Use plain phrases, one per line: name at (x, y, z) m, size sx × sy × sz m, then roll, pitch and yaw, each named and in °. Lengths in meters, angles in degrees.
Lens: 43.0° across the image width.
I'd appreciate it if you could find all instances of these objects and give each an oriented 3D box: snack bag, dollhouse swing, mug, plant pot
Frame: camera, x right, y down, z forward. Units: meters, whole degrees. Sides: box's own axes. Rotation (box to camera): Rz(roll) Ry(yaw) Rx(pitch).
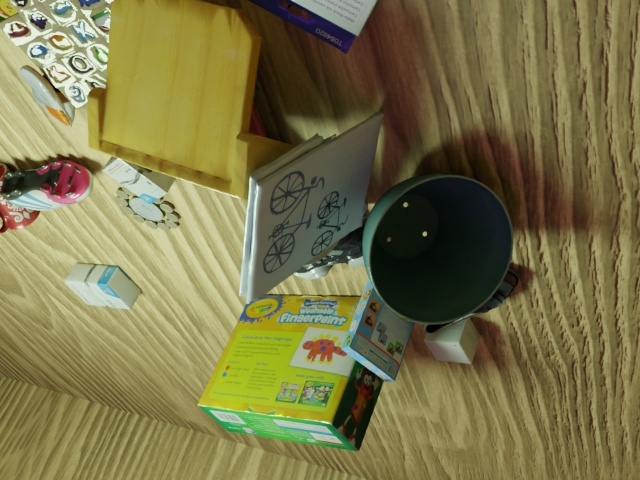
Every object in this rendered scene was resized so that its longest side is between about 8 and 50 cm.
snack bag at (-0.015, -0.071, 1.523) m, size 0.037 × 0.342 × 0.323 m, roll 37°, pitch 142°, yaw 25°
dollhouse swing at (-0.204, -0.260, 1.486) m, size 0.347 × 0.304 × 0.315 m, roll 18°, pitch -173°, yaw 23°
mug at (-0.873, -0.114, 2.259) m, size 0.113 × 0.150 × 0.169 m, roll -15°, pitch 136°, yaw 5°
plant pot at (0.203, -0.004, 1.600) m, size 0.290 × 0.290 × 0.195 m, roll 37°, pitch -177°, yaw -21°

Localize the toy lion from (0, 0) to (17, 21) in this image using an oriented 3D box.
toy lion at (-0.634, -0.469, 1.642) m, size 0.096 × 0.034 × 0.100 m, roll 19°, pitch 151°, yaw -8°

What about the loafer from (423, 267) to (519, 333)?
loafer at (0.341, 0.145, 1.869) m, size 0.109 × 0.095 × 0.302 m, roll 32°, pitch 149°, yaw -15°

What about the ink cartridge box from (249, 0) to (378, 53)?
ink cartridge box at (-0.014, -0.410, 1.242) m, size 0.223 × 0.045 × 0.224 m, roll 26°, pitch 136°, yaw -5°

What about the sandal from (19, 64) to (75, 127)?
sandal at (-0.570, -0.325, 1.758) m, size 0.102 × 0.076 × 0.265 m, roll 39°, pitch 167°, yaw 2°

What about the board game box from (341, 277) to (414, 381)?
board game box at (0.151, 0.215, 1.994) m, size 0.160 × 0.211 × 0.039 m, roll 39°, pitch 147°, yaw -24°

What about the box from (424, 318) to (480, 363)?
box at (0.332, 0.246, 2.041) m, size 0.102 × 0.087 × 0.101 m, roll 1°, pitch 143°, yaw 33°

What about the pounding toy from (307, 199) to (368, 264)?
pounding toy at (-0.026, -0.068, 1.702) m, size 0.110 × 0.237 × 0.183 m, roll 34°, pitch 157°, yaw 42°

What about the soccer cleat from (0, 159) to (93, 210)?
soccer cleat at (-0.695, -0.140, 2.145) m, size 0.331 × 0.116 × 0.143 m, roll 1°, pitch 164°, yaw 31°

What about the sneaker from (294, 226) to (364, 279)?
sneaker at (0.000, 0.000, 1.878) m, size 0.269 × 0.101 × 0.153 m, roll -14°, pitch 133°, yaw 39°

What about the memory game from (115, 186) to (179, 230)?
memory game at (-0.455, -0.084, 2.138) m, size 0.186 × 0.012 × 0.186 m, roll 17°, pitch 150°, yaw 10°

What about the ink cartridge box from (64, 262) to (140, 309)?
ink cartridge box at (-0.696, 0.146, 2.596) m, size 0.191 × 0.082 × 0.139 m, roll 4°, pitch 144°, yaw 32°

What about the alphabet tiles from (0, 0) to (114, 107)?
alphabet tiles at (-0.441, -0.385, 1.573) m, size 0.285 × 0.011 × 0.342 m, roll -17°, pitch 134°, yaw 24°

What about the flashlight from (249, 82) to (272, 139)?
flashlight at (-0.133, -0.222, 1.615) m, size 0.103 × 0.103 × 0.304 m, roll -5°, pitch 143°, yaw 8°

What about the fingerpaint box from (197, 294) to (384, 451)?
fingerpaint box at (-0.050, 0.338, 2.169) m, size 0.445 × 0.371 × 0.163 m, roll -2°, pitch 141°, yaw 36°

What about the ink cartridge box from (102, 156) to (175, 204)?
ink cartridge box at (-0.449, -0.172, 1.947) m, size 0.180 × 0.060 × 0.104 m, roll 37°, pitch 148°, yaw -22°

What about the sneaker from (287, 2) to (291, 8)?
sneaker at (-0.059, -0.410, 1.328) m, size 0.098 × 0.038 × 0.069 m, roll 18°, pitch 148°, yaw 11°

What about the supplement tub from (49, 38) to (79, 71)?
supplement tub at (-0.514, -0.397, 1.630) m, size 0.071 × 0.071 × 0.107 m, roll -2°, pitch 140°, yaw 37°
